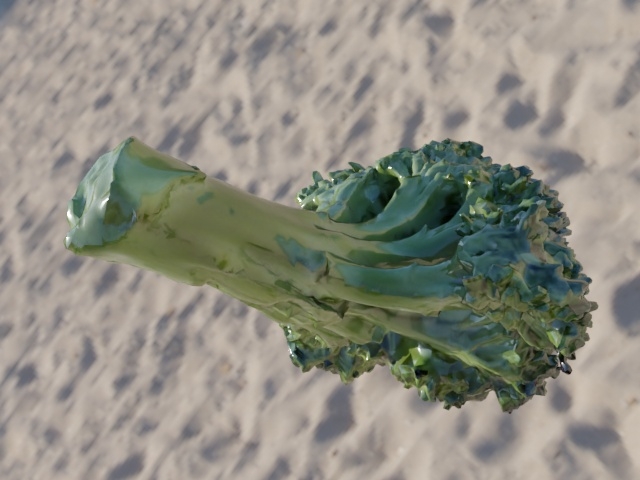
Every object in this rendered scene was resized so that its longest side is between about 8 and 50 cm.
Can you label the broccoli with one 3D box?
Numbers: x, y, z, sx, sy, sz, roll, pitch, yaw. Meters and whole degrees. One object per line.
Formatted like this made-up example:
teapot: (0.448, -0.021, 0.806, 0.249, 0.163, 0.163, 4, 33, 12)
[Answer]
broccoli: (-0.002, 0.017, 1.136, 0.353, 0.397, 0.275, 99, 170, -61)
